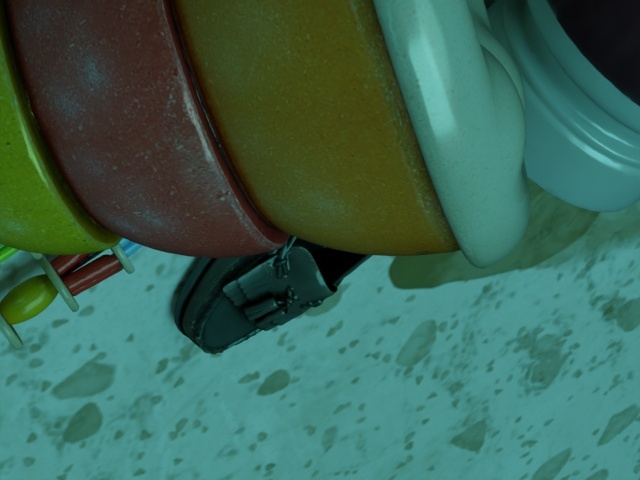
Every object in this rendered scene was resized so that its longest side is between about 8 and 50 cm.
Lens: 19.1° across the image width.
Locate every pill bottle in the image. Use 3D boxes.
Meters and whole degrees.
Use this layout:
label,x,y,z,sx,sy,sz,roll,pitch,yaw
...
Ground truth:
label,x,y,z,sx,sy,sz,roll,pitch,yaw
pill bottle,0.286,-0.207,1.355,0.224,0.224,0.392,1,144,-41

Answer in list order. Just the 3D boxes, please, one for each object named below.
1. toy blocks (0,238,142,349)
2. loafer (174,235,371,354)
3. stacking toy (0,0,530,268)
label,x,y,z,sx,sy,sz,roll,pitch,yaw
toy blocks,-0.185,-0.001,1.362,0.148,0.054,0.123,-35,142,-7
loafer,0.000,0.000,1.493,0.267,0.084,0.096,-43,142,3
stacking toy,-0.135,-0.102,1.113,0.479,0.351,0.351,-16,142,8
